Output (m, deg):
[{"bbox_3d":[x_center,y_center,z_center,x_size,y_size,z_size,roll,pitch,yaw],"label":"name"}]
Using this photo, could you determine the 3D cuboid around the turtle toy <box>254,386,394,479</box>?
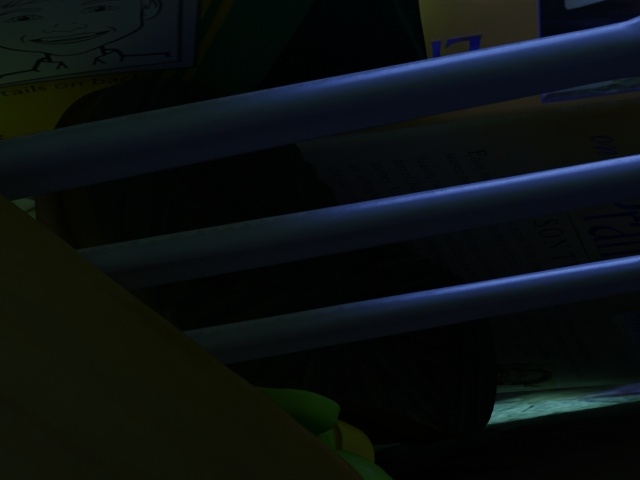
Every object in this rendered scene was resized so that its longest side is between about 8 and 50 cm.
[{"bbox_3d":[-0.029,0.075,0.487,0.130,0.066,0.095,-12,-29,40],"label":"turtle toy"}]

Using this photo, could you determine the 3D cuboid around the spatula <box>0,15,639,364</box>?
[{"bbox_3d":[0.046,-0.005,0.370,0.242,0.019,0.168,-11,-22,7],"label":"spatula"}]

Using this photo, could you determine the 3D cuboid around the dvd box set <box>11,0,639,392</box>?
[{"bbox_3d":[0.000,0.000,0.712,0.420,0.062,0.307,-6,-22,18],"label":"dvd box set"}]

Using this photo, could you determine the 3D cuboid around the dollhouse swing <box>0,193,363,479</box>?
[{"bbox_3d":[-0.239,0.121,0.337,0.347,0.305,0.315,-11,-42,44],"label":"dollhouse swing"}]

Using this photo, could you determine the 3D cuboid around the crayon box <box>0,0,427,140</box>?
[{"bbox_3d":[-0.176,-0.101,0.443,0.363,0.106,0.313,-10,-12,11],"label":"crayon box"}]

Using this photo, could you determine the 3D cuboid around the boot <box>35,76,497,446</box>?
[{"bbox_3d":[-0.103,0.049,0.624,0.269,0.089,0.236,-15,-33,31],"label":"boot"}]
